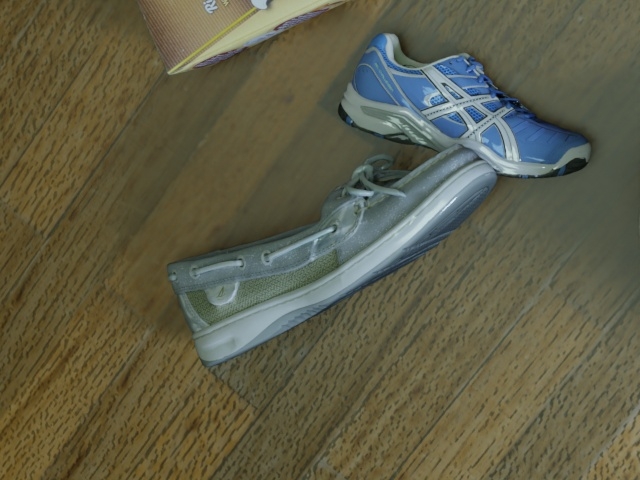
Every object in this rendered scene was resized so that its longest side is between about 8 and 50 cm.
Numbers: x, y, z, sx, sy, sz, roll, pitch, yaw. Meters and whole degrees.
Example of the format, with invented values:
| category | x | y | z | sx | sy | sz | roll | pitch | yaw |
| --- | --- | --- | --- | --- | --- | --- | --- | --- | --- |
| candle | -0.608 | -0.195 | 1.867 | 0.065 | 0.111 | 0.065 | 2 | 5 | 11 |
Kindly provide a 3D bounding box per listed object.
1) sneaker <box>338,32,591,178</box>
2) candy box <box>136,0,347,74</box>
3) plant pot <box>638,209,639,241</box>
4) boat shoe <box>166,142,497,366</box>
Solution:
| category | x | y | z | sx | sy | sz | roll | pitch | yaw |
| --- | --- | --- | --- | --- | --- | --- | --- | --- | --- |
| sneaker | 0.121 | -0.107 | 1.306 | 0.211 | 0.080 | 0.081 | 18 | 104 | 9 |
| candy box | -0.014 | -0.280 | 1.293 | 0.317 | 0.087 | 0.182 | -23 | 92 | 21 |
| plant pot | 0.392 | 0.039 | 1.192 | 0.284 | 0.284 | 0.191 | -8 | 133 | 14 |
| boat shoe | 0.000 | 0.000 | 1.308 | 0.320 | 0.118 | 0.103 | -31 | 86 | 37 |
